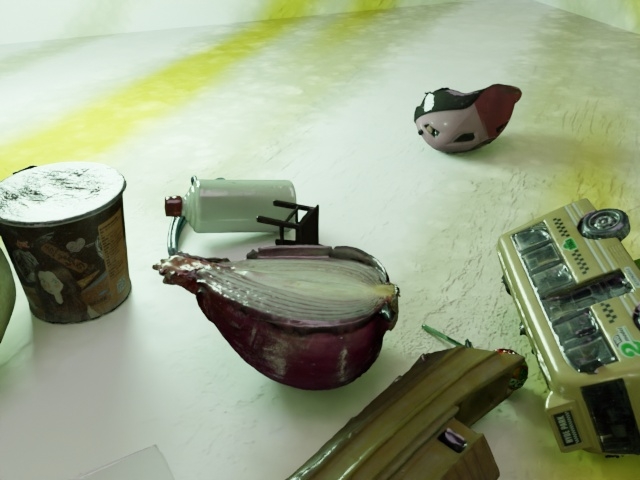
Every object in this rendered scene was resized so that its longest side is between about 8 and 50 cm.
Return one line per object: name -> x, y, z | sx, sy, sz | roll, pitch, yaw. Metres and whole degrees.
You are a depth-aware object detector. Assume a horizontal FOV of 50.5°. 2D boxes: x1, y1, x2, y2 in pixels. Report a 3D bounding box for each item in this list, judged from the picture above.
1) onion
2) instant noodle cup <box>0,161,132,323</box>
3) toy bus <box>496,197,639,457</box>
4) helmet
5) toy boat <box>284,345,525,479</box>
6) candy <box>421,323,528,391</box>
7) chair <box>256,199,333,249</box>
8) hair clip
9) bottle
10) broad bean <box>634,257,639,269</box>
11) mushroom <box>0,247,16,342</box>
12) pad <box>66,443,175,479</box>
onion -> -0.064, 0.112, 0.977 | 0.348, 0.159, 0.267 | 8, 20, 10
instant noodle cup -> -0.412, 0.005, 1.111 | 0.217, 0.207, 0.217 | -1, 31, 1
toy bus -> 0.371, 0.113, 0.923 | 0.201, 0.177, 0.365 | -21, 30, 13
helmet -> 0.353, -0.288, 1.648 | 0.253, 0.154, 0.198 | 6, -8, -7
toy boat -> 0.104, 0.254, 0.771 | 0.162, 0.136, 0.445 | 27, 40, 30
candy -> 0.220, 0.164, 1.004 | 0.060, 0.061, 0.201 | -21, 29, -30
chair -> 0.000, 0.000, 1.217 | 0.212, 0.102, 0.084 | 10, 33, 19
hair clip -> -0.267, -0.048, 1.367 | 0.083, 0.048, 0.275 | 8, 37, 8
bottle -> -0.173, -0.066, 1.298 | 0.245, 0.104, 0.104 | -1, 30, -16
broad bean -> 0.538, 0.070, 1.141 | 0.317, 0.056, 0.098 | -11, 38, -20
mushroom -> -0.606, 0.087, 0.932 | 0.352, 0.260, 0.352 | 7, 31, -4
pad -> -0.268, 0.326, 0.771 | 0.232, 0.004, 0.156 | -18, 35, -27
